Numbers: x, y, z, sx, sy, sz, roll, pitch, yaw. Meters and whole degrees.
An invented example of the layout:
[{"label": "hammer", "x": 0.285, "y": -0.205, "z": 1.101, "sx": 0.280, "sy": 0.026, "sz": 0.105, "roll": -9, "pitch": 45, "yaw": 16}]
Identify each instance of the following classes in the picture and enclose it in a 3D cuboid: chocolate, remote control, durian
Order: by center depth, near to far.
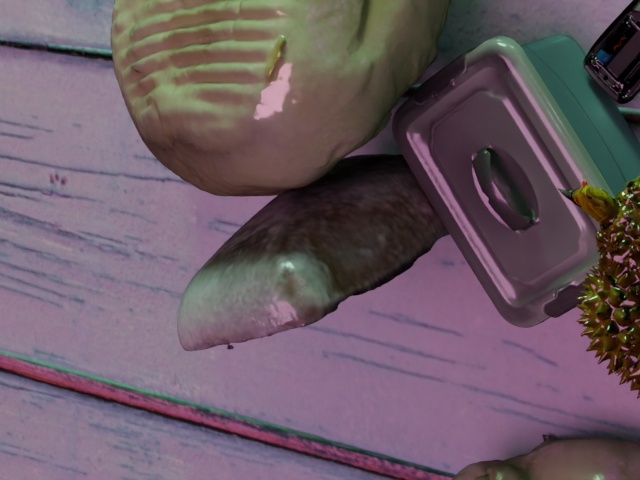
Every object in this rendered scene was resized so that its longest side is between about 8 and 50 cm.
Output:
[{"label": "durian", "x": 0.291, "y": 0.039, "z": 1.490, "sx": 0.193, "sy": 0.237, "sz": 0.138, "roll": -53, "pitch": 25, "yaw": 6}, {"label": "remote control", "x": 0.284, "y": -0.192, "z": 1.547, "sx": 0.059, "sy": 0.028, "sz": 0.212, "roll": 50, "pitch": 134, "yaw": 15}, {"label": "chocolate", "x": 0.000, "y": 0.000, "z": 1.688, "sx": 0.185, "sy": 0.303, "sz": 0.100, "roll": -12, "pitch": 107, "yaw": 42}]

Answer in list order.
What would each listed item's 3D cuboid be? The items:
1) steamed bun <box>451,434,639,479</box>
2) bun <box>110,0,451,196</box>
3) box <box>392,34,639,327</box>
[{"label": "steamed bun", "x": 0.201, "y": 0.332, "z": 1.730, "sx": 0.275, "sy": 0.206, "sz": 0.320, "roll": 28, "pitch": 128, "yaw": 28}, {"label": "bun", "x": -0.026, "y": -0.194, "z": 1.672, "sx": 0.361, "sy": 0.213, "sz": 0.361, "roll": -23, "pitch": 60, "yaw": 49}, {"label": "box", "x": 0.179, "y": -0.056, "z": 1.630, "sx": 0.162, "sy": 0.130, "sz": 0.227, "roll": -36, "pitch": 84, "yaw": 44}]
